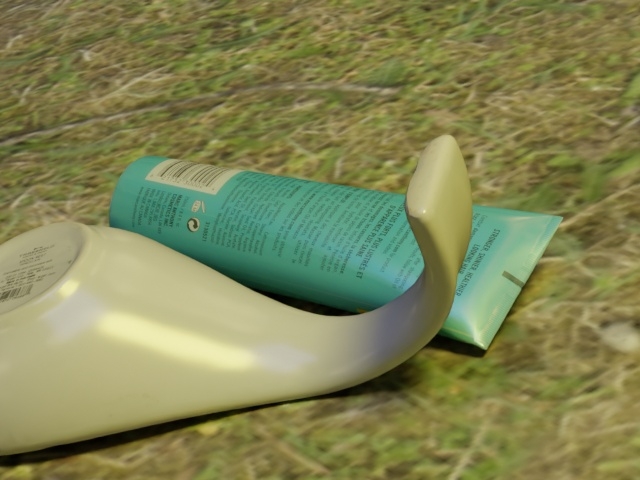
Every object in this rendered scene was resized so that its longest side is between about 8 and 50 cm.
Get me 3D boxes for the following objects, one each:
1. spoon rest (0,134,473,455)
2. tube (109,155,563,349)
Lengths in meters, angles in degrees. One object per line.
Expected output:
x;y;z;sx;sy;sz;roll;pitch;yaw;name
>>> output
-0.058;0.032;0.766;0.276;0.084;0.137;-13;31;27;spoon rest
0.000;0.000;0.822;0.207;0.052;0.080;11;55;31;tube
